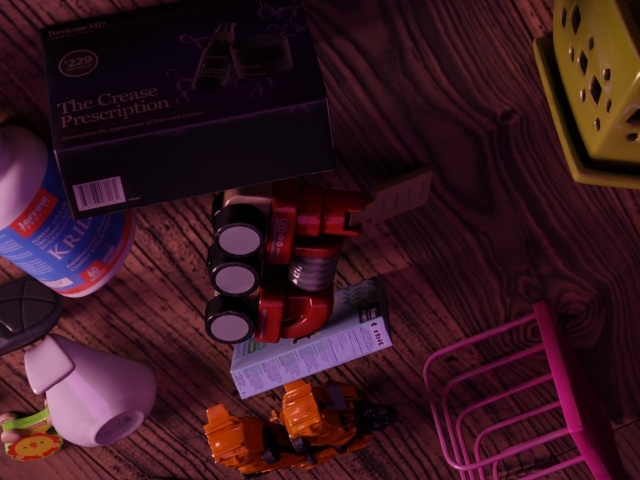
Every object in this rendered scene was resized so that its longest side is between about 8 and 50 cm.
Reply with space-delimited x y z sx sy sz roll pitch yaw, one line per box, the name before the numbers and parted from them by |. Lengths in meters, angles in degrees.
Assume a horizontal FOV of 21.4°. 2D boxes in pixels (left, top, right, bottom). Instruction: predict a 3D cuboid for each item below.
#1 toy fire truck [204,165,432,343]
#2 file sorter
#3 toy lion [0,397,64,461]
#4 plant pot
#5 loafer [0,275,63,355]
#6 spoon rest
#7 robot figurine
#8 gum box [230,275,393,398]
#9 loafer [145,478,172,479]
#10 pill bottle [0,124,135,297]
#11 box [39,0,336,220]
toy fire truck | 0.000 0.000 1.886 0.246 0.158 0.217 4 135 -5
file sorter | 0.272 0.261 2.182 0.182 0.202 0.291 -22 137 12
toy lion | -0.350 0.241 2.108 0.100 0.034 0.096 -21 144 6
plant pot | 0.350 -0.176 1.729 0.227 0.228 0.207 4 142 -20
loafer | -0.416 0.121 1.889 0.267 0.096 0.084 -18 155 -21
spoon rest | -0.278 0.173 2.004 0.137 0.084 0.276 -35 155 -1
robot figurine | -0.024 0.227 2.078 0.211 0.085 0.291 -23 166 13
gum box | -0.010 0.111 1.975 0.184 0.157 0.041 -19 105 6
loafer | -0.141 0.387 2.276 0.251 0.087 0.094 11 132 -25
pill bottle | -0.306 -0.042 1.749 0.124 0.124 0.221 -34 135 19
box | -0.132 -0.140 1.652 0.261 0.184 0.103 -12 135 -4
